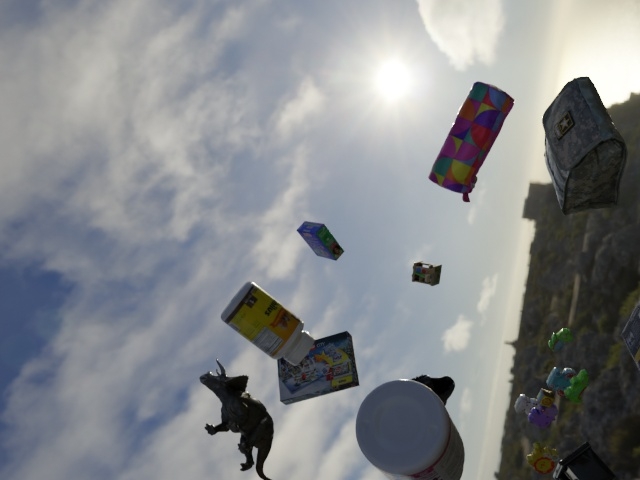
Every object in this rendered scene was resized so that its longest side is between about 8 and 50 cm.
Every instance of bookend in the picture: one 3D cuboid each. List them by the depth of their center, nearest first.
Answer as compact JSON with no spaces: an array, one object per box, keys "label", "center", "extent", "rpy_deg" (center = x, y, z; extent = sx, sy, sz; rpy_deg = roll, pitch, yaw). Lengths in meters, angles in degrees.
[{"label":"bookend","center":[0.541,0.493,1.220],"extent":[0.072,0.157,0.156],"rpy_deg":[-34,-32,-5]}]

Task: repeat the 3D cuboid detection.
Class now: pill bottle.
[{"label":"pill bottle","center":[0.176,0.375,1.147],"extent":[0.283,0.161,0.160],"rpy_deg":[57,-136,-53]},{"label":"pill bottle","center":[-0.122,0.202,1.490],"extent":[0.117,0.215,0.117],"rpy_deg":[-51,5,7]}]

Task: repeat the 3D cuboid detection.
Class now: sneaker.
[{"label":"sneaker","center":[0.257,0.435,1.782],"extent":[0.109,0.287,0.130],"rpy_deg":[63,146,33]}]

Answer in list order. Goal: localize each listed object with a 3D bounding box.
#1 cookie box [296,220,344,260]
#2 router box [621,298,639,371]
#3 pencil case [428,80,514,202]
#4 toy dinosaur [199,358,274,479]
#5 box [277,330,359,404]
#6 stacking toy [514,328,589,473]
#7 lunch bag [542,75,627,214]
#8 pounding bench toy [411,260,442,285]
[{"label":"cookie box","center":[0.000,0.000,1.690],"extent":[0.040,0.092,0.107],"rpy_deg":[-50,-58,-20]},{"label":"router box","center":[0.955,0.235,1.705],"extent":[0.242,0.081,0.308],"rpy_deg":[-86,3,-54]},{"label":"pencil case","center":[0.313,-0.204,1.290],"extent":[0.236,0.105,0.104],"rpy_deg":[-69,-14,15]},{"label":"toy dinosaur","center":[-0.167,0.431,1.475],"extent":[0.313,0.121,0.160],"rpy_deg":[51,-143,-7]},{"label":"box","center":[-0.011,0.371,1.821],"extent":[0.044,0.233,0.159],"rpy_deg":[52,-155,-50]},{"label":"stacking toy","center":[0.430,0.290,1.150],"extent":[0.167,0.052,0.221],"rpy_deg":[-71,-1,-66]},{"label":"lunch bag","center":[0.671,-0.245,1.603],"extent":[0.287,0.169,0.235],"rpy_deg":[69,-165,-51]},{"label":"pounding bench toy","center":[0.264,0.085,1.609],"extent":[0.083,0.065,0.052],"rpy_deg":[-8,-74,-59]}]
